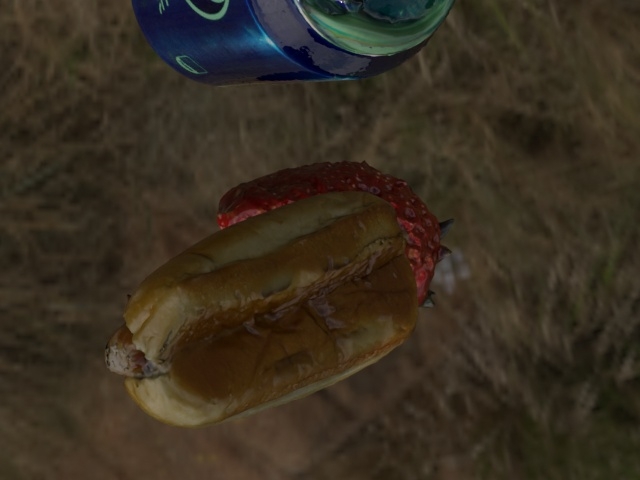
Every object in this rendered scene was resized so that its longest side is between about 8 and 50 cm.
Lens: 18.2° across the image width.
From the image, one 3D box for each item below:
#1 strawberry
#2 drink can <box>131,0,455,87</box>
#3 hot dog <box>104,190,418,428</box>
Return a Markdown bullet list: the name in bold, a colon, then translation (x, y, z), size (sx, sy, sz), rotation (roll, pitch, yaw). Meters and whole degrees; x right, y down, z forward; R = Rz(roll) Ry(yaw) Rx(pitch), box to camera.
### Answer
- **strawberry**: translation (0.004, -0.005, 1.321), size (0.131, 0.131, 0.148), rotation (-33, 121, 20)
- **drink can**: translation (-0.015, -0.137, 1.020), size (0.118, 0.205, 0.118), rotation (-1, 93, -26)
- **hot dog**: translation (-0.027, 0.036, 1.066), size (0.076, 0.249, 0.102), rotation (-9, 98, 37)
